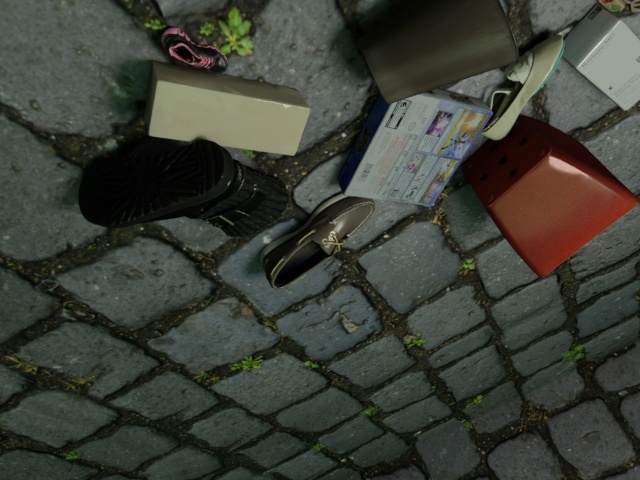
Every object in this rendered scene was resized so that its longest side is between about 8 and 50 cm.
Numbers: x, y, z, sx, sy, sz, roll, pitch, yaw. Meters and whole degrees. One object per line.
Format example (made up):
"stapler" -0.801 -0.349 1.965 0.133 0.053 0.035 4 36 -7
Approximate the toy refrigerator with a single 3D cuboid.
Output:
"toy refrigerator" -0.167 -0.234 0.960 0.270 0.094 0.102 3 128 -26

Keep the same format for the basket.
"basket" 0.194 -0.348 0.935 0.227 0.204 0.154 -23 164 16

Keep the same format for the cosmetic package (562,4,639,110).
"cosmetic package" 0.618 -0.380 1.134 0.231 0.085 0.117 16 126 -36

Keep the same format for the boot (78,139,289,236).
"boot" -0.261 -0.079 1.058 0.348 0.131 0.260 -6 169 19

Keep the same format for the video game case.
"video game case" 0.199 -0.202 1.165 0.244 0.061 0.269 6 132 -27

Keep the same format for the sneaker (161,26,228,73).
"sneaker" -0.206 -0.305 0.893 0.119 0.057 0.047 16 125 -36

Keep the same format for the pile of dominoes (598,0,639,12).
"pile of dominoes" 0.639 -0.466 0.954 0.196 0.251 0.040 13 87 -36

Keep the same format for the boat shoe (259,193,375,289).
"boat shoe" 0.000 0.000 1.269 0.324 0.096 0.116 -33 137 13

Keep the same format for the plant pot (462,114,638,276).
"plant pot" 0.490 -0.129 1.236 0.236 0.267 0.267 31 118 -27

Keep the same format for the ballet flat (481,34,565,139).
"ballet flat" 0.407 -0.319 1.120 0.086 0.086 0.248 2 134 -25
